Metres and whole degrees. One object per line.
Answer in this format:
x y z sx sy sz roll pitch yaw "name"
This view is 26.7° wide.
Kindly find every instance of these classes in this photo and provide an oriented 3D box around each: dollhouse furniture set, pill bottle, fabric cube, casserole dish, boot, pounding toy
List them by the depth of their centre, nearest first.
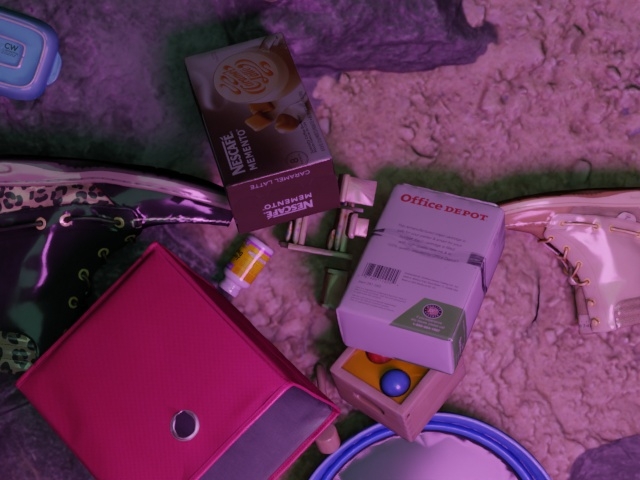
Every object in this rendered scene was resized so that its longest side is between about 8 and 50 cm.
-0.172 0.200 1.696 0.254 0.259 0.258 -45 70 -1 "fabric cube"
-0.308 0.037 1.777 0.377 0.138 0.284 5 95 -10 "boot"
0.000 0.000 1.795 0.101 0.161 0.182 10 91 -6 "dollhouse furniture set"
-0.439 -0.258 1.798 0.188 0.037 0.114 18 91 -8 "casserole dish"
0.059 0.190 1.807 0.181 0.094 0.206 30 67 29 "pounding toy"
-0.104 0.036 1.844 0.043 0.043 0.083 36 88 -7 "pill bottle"
0.347 0.032 1.872 0.262 0.095 0.203 -5 95 -9 "boot"

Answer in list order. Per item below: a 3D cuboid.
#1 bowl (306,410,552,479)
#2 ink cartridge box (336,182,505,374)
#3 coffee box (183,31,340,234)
0.148 0.428 1.860 0.391 0.077 0.391 0 90 -2 "bowl"
0.137 0.047 1.775 0.160 0.092 0.219 15 57 19 "ink cartridge box"
-0.078 -0.142 1.743 0.141 0.098 0.246 -16 51 -5 "coffee box"
